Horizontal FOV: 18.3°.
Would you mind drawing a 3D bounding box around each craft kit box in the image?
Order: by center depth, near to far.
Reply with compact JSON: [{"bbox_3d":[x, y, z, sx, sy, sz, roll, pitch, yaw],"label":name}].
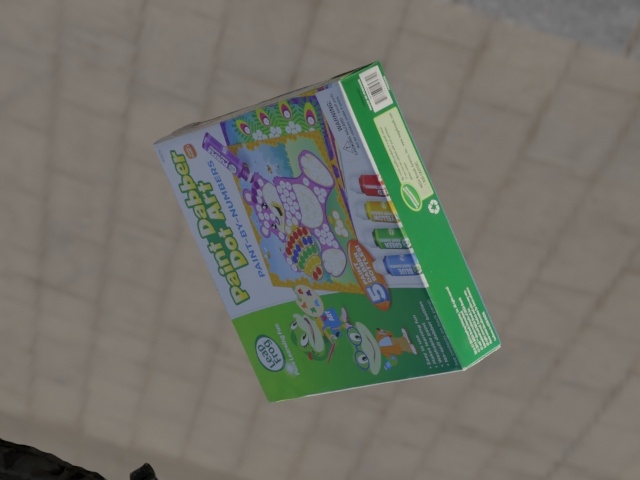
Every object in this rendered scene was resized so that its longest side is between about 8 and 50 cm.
[{"bbox_3d":[0.000,0.000,1.615,0.247,0.061,0.249,-14,102,51],"label":"craft kit box"}]

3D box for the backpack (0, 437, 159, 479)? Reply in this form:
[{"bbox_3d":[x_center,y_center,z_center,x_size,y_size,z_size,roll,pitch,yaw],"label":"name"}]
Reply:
[{"bbox_3d":[-0.172,0.178,1.071,0.182,0.152,0.115,27,121,-19],"label":"backpack"}]
